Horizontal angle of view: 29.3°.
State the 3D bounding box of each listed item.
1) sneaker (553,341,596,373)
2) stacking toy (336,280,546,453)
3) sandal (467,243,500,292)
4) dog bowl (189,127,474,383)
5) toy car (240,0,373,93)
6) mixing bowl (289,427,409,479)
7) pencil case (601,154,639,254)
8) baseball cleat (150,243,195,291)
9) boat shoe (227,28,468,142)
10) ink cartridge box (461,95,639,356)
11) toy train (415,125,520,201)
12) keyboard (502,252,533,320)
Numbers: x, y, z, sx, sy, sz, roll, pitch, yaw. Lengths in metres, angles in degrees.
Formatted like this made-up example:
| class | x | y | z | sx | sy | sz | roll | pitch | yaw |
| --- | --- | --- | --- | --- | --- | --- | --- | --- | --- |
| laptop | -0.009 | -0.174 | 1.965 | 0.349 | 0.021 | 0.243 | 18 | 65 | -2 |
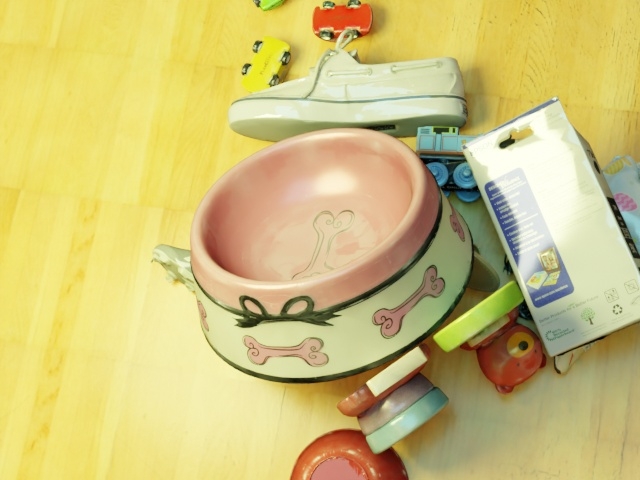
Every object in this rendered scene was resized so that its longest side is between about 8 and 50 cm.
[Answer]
| class | x | y | z | sx | sy | sz | roll | pitch | yaw |
| --- | --- | --- | --- | --- | --- | --- | --- | --- | --- |
| sneaker | 0.394 | 0.125 | 1.768 | 0.075 | 0.057 | 0.161 | 22 | 78 | 20 |
| stacking toy | 0.185 | 0.188 | 1.675 | 0.309 | 0.279 | 0.130 | -35 | 83 | -8 |
| sandal | 0.176 | -0.006 | 1.832 | 0.240 | 0.088 | 0.079 | 21 | 52 | 26 |
| dog bowl | 0.000 | 0.000 | 1.711 | 0.408 | 0.150 | 0.408 | -13 | 39 | 11 |
| toy car | -0.058 | -0.364 | 1.979 | 0.239 | 0.053 | 0.225 | -32 | 72 | 0 |
| mixing bowl | 0.033 | 0.356 | 1.754 | 0.181 | 0.098 | 0.181 | -2 | 76 | 10 |
| pencil case | 0.489 | 0.002 | 1.754 | 0.124 | 0.113 | 0.273 | -43 | 73 | -5 |
| baseball cleat | -0.156 | 0.043 | 1.893 | 0.206 | 0.072 | 0.109 | 30 | 67 | 14 |
| boat shoe | 0.039 | -0.243 | 1.888 | 0.367 | 0.136 | 0.156 | -4 | 75 | 6 |
| ink cartridge box | 0.337 | -0.019 | 1.720 | 0.165 | 0.065 | 0.332 | -26 | 77 | 25 |
| toy train | 0.225 | -0.116 | 1.852 | 0.184 | 0.080 | 0.105 | 3 | 70 | 11 |
| keyboard | 0.319 | 0.024 | 1.819 | 0.100 | 0.038 | 0.192 | 5 | 76 | 12 |
